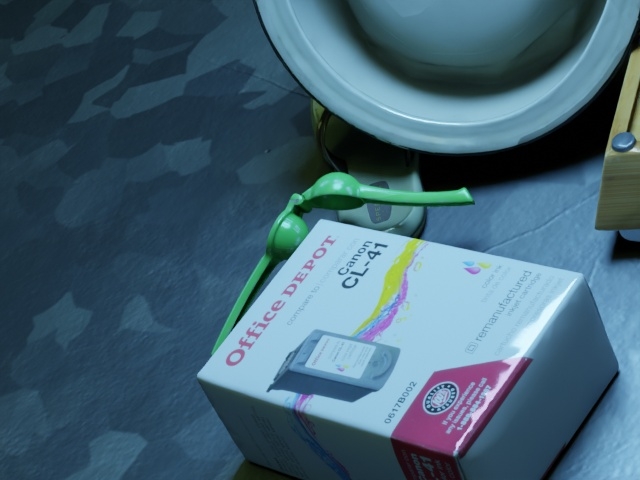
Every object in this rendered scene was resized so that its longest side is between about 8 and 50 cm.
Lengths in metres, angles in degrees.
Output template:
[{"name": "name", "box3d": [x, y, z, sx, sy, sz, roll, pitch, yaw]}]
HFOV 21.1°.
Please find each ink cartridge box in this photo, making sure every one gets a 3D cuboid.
[{"name": "ink cartridge box", "box3d": [0.077, 0.118, 1.553, 0.306, 0.131, 0.226, 13, 53, 38]}]

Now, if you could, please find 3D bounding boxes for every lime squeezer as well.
[{"name": "lime squeezer", "box3d": [0.000, 0.000, 1.758, 0.310, 0.110, 0.059, -32, -8, 7]}]

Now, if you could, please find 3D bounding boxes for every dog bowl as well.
[{"name": "dog bowl", "box3d": [0.138, -0.300, 1.763, 0.408, 0.408, 0.150, -11, 20, 20]}]

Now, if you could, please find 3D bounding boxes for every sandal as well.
[{"name": "sandal", "box3d": [0.050, -0.106, 1.861, 0.120, 0.086, 0.302, -24, 39, 8]}]

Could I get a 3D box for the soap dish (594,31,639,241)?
[{"name": "soap dish", "box3d": [0.413, -0.112, 1.631, 0.291, 0.118, 0.229, -3, 44, 27]}]
